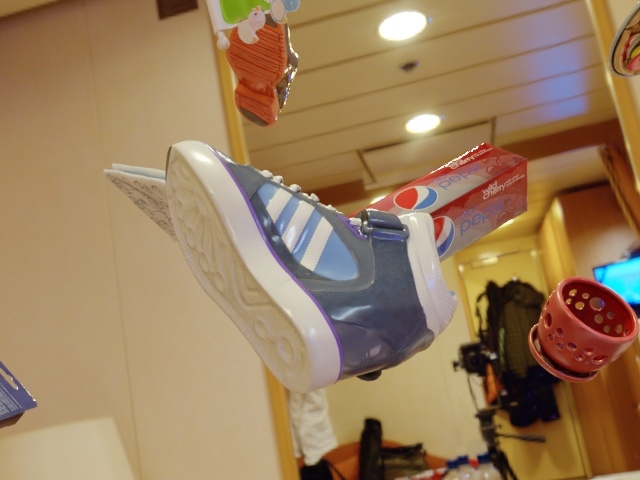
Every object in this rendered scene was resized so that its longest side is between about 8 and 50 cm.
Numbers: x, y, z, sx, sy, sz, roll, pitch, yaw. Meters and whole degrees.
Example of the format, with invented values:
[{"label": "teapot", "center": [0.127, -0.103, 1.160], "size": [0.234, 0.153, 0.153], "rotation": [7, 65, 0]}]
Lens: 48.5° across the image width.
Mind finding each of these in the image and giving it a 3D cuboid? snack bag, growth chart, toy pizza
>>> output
[{"label": "snack bag", "center": [-0.147, 0.006, 1.094], "size": [0.323, 0.037, 0.342], "rotation": [13, -26, 49]}, {"label": "growth chart", "center": [-0.056, -0.350, 0.860], "size": [0.237, 0.172, 0.021], "rotation": [-27, -12, 25]}, {"label": "toy pizza", "center": [0.525, -0.321, 1.067], "size": [0.201, 0.032, 0.201], "rotation": [-22, -31, -14]}]

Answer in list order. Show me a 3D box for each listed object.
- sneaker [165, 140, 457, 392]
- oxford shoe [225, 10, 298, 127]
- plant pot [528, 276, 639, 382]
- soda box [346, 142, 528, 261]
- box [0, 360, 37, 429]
[{"label": "sneaker", "center": [0.000, 0.000, 0.761], "size": [0.236, 0.323, 0.130], "rotation": [-17, -35, -34]}, {"label": "oxford shoe", "center": [-0.111, -0.385, 1.480], "size": [0.130, 0.133, 0.364], "rotation": [28, -23, 3]}, {"label": "plant pot", "center": [0.568, 0.204, 1.557], "size": [0.191, 0.191, 0.174], "rotation": [-4, -48, -27]}, {"label": "soda box", "center": [0.167, -0.038, 0.986], "size": [0.263, 0.092, 0.083], "rotation": [-28, 37, -23]}, {"label": "box", "center": [-0.522, 0.224, 1.022], "size": [0.036, 0.136, 0.225], "rotation": [-48, -11, 9]}]
